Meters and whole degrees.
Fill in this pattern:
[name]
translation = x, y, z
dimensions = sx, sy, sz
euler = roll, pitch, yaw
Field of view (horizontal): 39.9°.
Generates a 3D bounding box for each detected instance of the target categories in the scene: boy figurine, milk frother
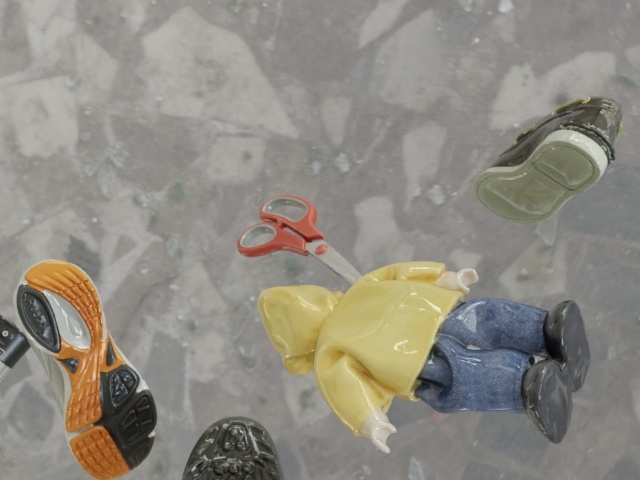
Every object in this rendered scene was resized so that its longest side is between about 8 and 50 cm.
[boy figurine]
translation = 0.063, 0.092, 0.724
dimensions = 0.285, 0.177, 0.092
euler = 3, 140, 33
[milk frother]
translation = -0.541, 0.186, 1.415
dimensions = 0.129, 0.143, 0.135
euler = 34, 72, 12

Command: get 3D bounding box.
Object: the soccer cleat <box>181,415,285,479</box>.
[soccer cleat]
translation = -0.077, 0.333, 0.850
dimensions = 0.108, 0.116, 0.318
euler = -7, 62, -5

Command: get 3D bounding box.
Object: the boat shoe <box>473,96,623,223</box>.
[boat shoe]
translation = 0.225, -0.075, 0.875
dimensions = 0.081, 0.228, 0.068
euler = 36, 73, -5

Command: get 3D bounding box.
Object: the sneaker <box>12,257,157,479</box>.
[sneaker]
translation = -0.256, 0.130, 0.949
dimensions = 0.121, 0.099, 0.262
euler = 22, 130, 60

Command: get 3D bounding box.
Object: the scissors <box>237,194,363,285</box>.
[scissors]
translation = 0.000, 0.000, 1.076
dimensions = 0.297, 0.109, 0.021
euler = 16, 145, 50
